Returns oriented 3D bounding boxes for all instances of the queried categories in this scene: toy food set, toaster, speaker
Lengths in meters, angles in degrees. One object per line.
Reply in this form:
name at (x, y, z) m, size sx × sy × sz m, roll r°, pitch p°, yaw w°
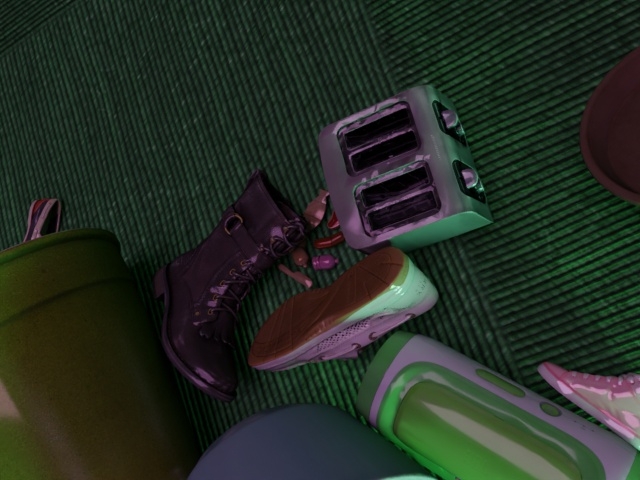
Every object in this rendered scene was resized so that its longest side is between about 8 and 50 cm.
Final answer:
toy food set at (0.000, 0.000, 0.935) m, size 0.078 × 0.019 × 0.122 m, roll 32°, pitch 88°, yaw 24°
toaster at (0.094, -0.076, 0.852) m, size 0.185 × 0.110 × 0.168 m, roll -20°, pitch 74°, yaw 21°
speaker at (0.190, 0.212, 0.759) m, size 0.296 × 0.131 × 0.131 m, roll 27°, pitch 94°, yaw 25°

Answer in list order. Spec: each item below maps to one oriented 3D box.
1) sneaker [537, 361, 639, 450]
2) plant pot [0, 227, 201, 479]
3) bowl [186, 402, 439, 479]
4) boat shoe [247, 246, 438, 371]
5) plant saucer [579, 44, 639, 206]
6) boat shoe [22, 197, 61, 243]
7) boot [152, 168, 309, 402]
sneaker at (0.305, 0.157, 0.757) m, size 0.134 × 0.051 × 0.070 m, roll 36°, pitch 96°, yaw 21°
plant pot at (-0.326, 0.234, 0.894) m, size 0.366 × 0.366 × 0.353 m, roll -38°, pitch 81°, yaw 15°
bowl at (-0.033, 0.300, 0.778) m, size 0.311 × 0.311 × 0.163 m, roll -48°, pitch 48°, yaw 11°
boat shoe at (0.023, 0.109, 0.864) m, size 0.277 × 0.096 × 0.098 m, roll -30°, pitch 34°, yaw 37°
plant saucer at (0.400, -0.128, 0.696) m, size 0.277 × 0.041 × 0.278 m, roll -24°, pitch 42°, yaw 24°
boat shoe at (-0.438, -0.001, 1.118) m, size 0.043 × 0.049 × 0.137 m, roll -3°, pitch 77°, yaw 22°
boot at (-0.105, 0.048, 0.917) m, size 0.229 × 0.091 × 0.263 m, roll -41°, pitch 51°, yaw 13°
